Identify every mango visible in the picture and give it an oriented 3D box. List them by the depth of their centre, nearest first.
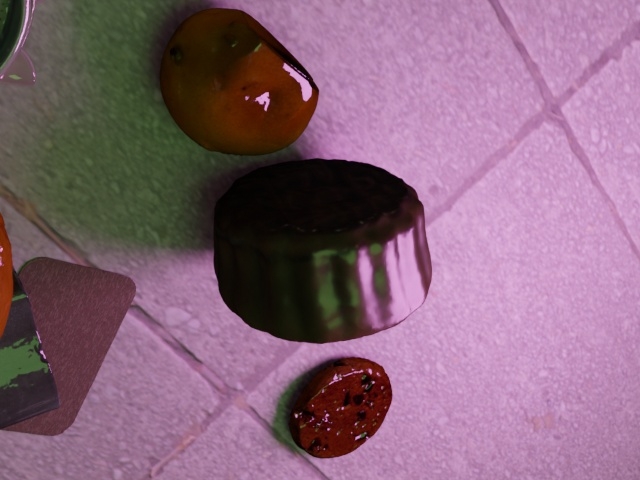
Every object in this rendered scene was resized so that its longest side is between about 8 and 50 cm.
[{"bbox_3d":[-0.104,-0.187,1.593,0.166,0.136,0.236,-39,139,14],"label":"mango"}]

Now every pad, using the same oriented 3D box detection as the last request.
[{"bbox_3d":[-0.367,0.148,1.722,0.176,0.002,0.266,15,109,-38],"label":"pad"}]

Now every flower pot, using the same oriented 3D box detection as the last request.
[{"bbox_3d":[-0.410,0.136,1.615,0.108,0.103,0.229,-20,127,-18],"label":"flower pot"}]

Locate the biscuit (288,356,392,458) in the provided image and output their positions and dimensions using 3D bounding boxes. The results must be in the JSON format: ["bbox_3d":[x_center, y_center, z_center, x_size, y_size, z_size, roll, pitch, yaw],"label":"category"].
[{"bbox_3d":[0.033,0.265,2.030,0.192,0.049,0.192,-22,134,-24],"label":"biscuit"}]

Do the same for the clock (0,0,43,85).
[{"bbox_3d":[-0.436,-0.256,1.345,0.324,0.108,0.265,9,112,-37],"label":"clock"}]

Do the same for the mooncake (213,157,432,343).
[{"bbox_3d":[0.000,0.000,1.681,0.290,0.290,0.161,-17,120,-23],"label":"mooncake"}]

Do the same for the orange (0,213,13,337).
[{"bbox_3d":[-0.500,0.050,1.354,0.340,0.341,0.293,-4,150,-31],"label":"orange"}]
